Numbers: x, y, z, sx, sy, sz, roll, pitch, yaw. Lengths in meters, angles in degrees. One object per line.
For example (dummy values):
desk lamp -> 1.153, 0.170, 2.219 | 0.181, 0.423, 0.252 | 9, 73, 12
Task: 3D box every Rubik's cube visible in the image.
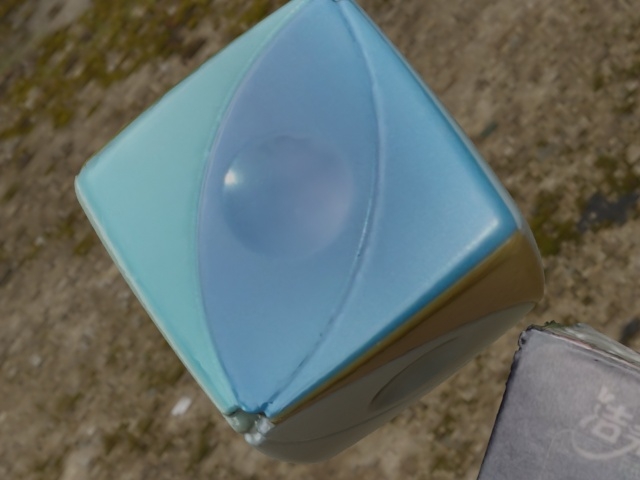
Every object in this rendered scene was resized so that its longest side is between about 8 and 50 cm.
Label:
Rubik's cube -> 0.000, 0.000, 1.456 | 0.352, 0.351, 0.347 | -39, -18, -1

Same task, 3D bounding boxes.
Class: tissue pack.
tissue pack -> 0.263, 0.304, 1.275 | 0.288, 0.124, 0.394 | 24, 100, 36
